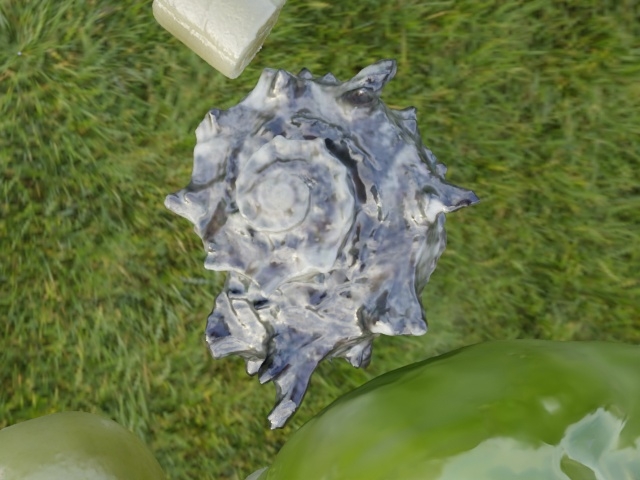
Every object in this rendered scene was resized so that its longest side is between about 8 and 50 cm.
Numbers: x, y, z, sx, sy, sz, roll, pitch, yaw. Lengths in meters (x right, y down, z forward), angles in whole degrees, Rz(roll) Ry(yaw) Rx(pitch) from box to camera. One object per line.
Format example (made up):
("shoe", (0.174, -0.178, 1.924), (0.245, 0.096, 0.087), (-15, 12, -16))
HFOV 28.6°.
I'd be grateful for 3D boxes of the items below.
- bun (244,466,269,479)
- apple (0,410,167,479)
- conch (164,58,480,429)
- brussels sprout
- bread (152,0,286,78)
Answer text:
("bun", (-0.039, 0.426, 1.737), (0.231, 0.133, 0.231), (2, 95, 18))
("apple", (-0.299, 0.366, 1.607), (0.233, 0.258, 0.295), (-19, 133, -18))
("conch", (-0.012, -0.004, 1.040), (0.240, 0.186, 0.313), (2, 115, -15))
("brussels sprout", (0.088, 0.182, 0.515), (0.273, 0.243, 0.316), (-35, 120, 19))
("bread", (-0.127, -0.301, 1.606), (0.141, 0.148, 0.134), (39, 85, -2))
